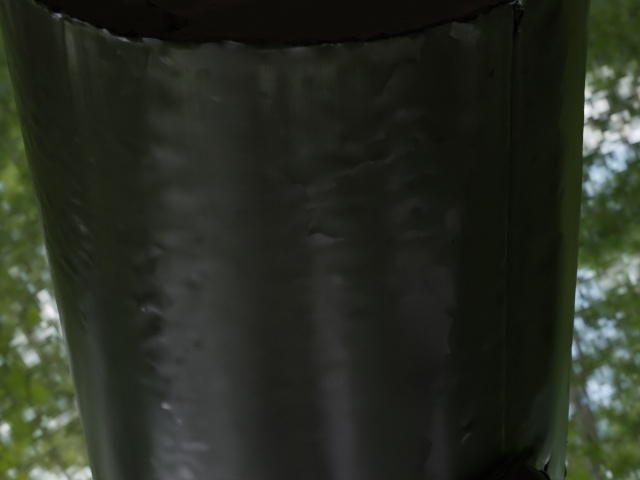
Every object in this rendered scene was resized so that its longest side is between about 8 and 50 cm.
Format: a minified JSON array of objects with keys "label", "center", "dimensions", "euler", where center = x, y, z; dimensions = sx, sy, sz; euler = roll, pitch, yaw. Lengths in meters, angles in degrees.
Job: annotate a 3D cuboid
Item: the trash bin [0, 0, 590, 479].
[{"label":"trash bin","center":[0.000,0.000,0.536],"dimensions":[0.203,0.301,0.252],"euler":[-28,-136,-28]}]
